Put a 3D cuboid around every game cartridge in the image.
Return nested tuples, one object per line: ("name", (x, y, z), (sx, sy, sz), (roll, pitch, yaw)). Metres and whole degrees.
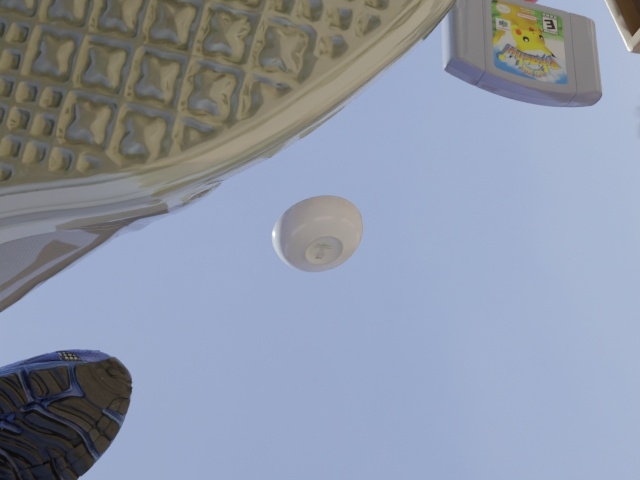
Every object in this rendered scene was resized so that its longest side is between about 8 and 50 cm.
("game cartridge", (0.100, -0.094, 0.631), (0.083, 0.017, 0.056), (10, -118, -15))

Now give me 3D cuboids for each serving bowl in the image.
("serving bowl", (0.000, 0.000, 1.126), (0.083, 0.083, 0.027), (48, -163, -44))

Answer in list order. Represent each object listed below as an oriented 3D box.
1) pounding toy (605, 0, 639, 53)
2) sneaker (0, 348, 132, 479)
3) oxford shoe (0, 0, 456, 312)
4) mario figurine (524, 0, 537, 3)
("pounding toy", (0.332, -0.237, 1.109), (0.100, 0.141, 0.130), (3, -126, -28))
("sneaker", (-0.200, 0.111, 0.776), (0.083, 0.221, 0.087), (55, -150, -20))
("oxford shoe", (-0.135, -0.049, 0.567), (0.169, 0.449, 0.130), (64, -169, 19))
("mario figurine", (0.063, -0.274, 0.769), (0.170, 0.198, 0.321), (-87, -17, -52))
